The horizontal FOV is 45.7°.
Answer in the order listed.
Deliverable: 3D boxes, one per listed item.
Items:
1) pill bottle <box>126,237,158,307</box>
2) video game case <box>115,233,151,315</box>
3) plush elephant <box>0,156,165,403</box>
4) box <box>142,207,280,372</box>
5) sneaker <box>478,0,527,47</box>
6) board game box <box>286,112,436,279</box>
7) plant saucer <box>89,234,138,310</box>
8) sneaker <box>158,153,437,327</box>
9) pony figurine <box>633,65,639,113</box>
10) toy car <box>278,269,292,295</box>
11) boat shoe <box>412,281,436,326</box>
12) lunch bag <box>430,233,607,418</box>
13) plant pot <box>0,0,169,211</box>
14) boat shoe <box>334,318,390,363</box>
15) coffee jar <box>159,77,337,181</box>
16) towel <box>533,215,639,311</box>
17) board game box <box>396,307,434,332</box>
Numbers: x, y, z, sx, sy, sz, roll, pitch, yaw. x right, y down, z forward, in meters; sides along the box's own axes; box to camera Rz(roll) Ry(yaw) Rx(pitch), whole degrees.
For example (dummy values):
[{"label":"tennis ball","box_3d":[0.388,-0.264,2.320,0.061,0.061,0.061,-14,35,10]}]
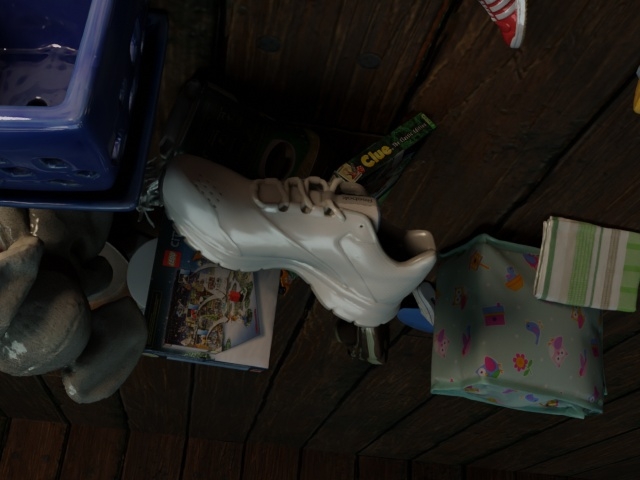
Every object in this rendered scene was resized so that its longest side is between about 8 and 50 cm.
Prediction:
[{"label":"pill bottle","box_3d":[-0.182,0.060,1.094,0.119,0.119,0.208,-3,170,16]},{"label":"video game case","box_3d":[-0.307,0.091,1.336,0.329,0.036,0.300,-15,148,37]},{"label":"plush elephant","box_3d":[-0.323,0.044,0.830,0.330,0.255,0.272,-7,141,23]},{"label":"box","box_3d":[-0.132,0.040,0.966,0.159,0.233,0.044,11,160,-11]},{"label":"sneaker","box_3d":[0.137,-0.205,0.631,0.067,0.042,0.118,-6,145,12]},{"label":"board game box","box_3d":[0.038,-0.044,0.904,0.030,0.136,0.260,47,152,8]},{"label":"plant saucer","box_3d":[-0.407,0.031,1.085,0.310,0.050,0.311,4,142,3]},{"label":"sneaker","box_3d":[-0.015,-0.021,0.755,0.297,0.111,0.129,23,134,-24]},{"label":"pony figurine","box_3d":[0.419,-0.132,0.510,0.363,0.303,0.351,12,142,10]},{"label":"toy car","box_3d":[-0.086,0.056,1.246,0.040,0.060,0.122,-31,-163,-34]},{"label":"boat shoe","box_3d":[0.182,0.114,1.255,0.100,0.035,0.035,58,149,-10]},{"label":"lunch bag","box_3d":[0.301,0.131,1.099,0.262,0.223,0.160,14,159,-23]},{"label":"plant pot","box_3d":[-0.251,-0.146,0.613,0.236,0.236,0.212,3,161,2]},{"label":"boat shoe","box_3d":[0.071,0.172,1.377,0.095,0.095,0.257,6,155,10]},{"label":"coffee jar","box_3d":[-0.074,-0.098,0.827,0.184,0.096,0.079,22,-175,-31]},{"label":"towel","box_3d":[0.364,0.034,1.027,0.152,0.113,0.023,9,-179,-14]},{"label":"board game box","box_3d":[0.220,0.128,1.329,0.168,0.033,0.133,0,156,27]}]
